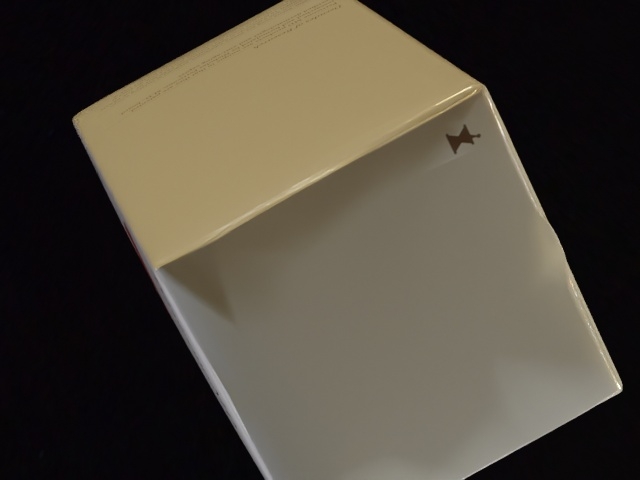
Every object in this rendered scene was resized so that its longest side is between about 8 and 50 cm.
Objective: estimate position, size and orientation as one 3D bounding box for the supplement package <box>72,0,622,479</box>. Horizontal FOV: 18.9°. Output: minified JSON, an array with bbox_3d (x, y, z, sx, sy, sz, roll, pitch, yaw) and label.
[{"bbox_3d":[0.000,0.000,1.008,0.175,0.293,0.177,-29,-69,-5],"label":"supplement package"}]
